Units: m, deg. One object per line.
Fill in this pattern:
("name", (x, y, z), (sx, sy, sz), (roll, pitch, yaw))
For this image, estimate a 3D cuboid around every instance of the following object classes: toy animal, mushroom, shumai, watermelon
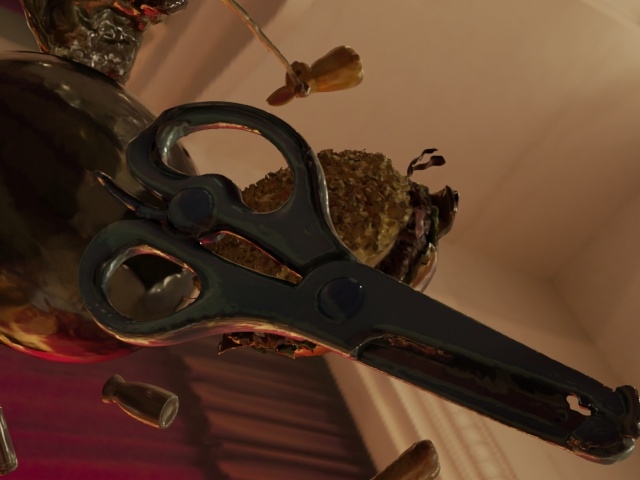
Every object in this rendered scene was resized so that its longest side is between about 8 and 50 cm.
("toy animal", (-0.013, -0.255, 1.915), (0.083, 0.159, 0.070), (-173, -117, -86))
("mushroom", (-0.091, -0.271, 1.503), (0.026, 0.286, 0.028), (-48, -140, -8))
("shumai", (-0.249, -0.302, 1.488), (0.204, 0.222, 0.272), (-26, -160, 1))
("watermelon", (-0.256, -0.024, 1.209), (0.279, 0.359, 0.278), (-29, -142, 25))

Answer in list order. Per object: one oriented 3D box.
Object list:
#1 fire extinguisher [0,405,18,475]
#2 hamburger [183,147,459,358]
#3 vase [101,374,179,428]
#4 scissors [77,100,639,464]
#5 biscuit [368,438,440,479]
("fire extinguisher", (-0.534, 0.312, 1.989), (0.064, 0.043, 0.158), (-102, -175, -59))
("hamburger", (0.000, 0.000, 1.123), (0.243, 0.138, 0.261), (-5, -144, 38))
("vase", (-0.252, 0.221, 1.687), (0.101, 0.053, 0.053), (19, -89, 21))
("scissors", (0.013, 0.032, 0.735), (0.393, 0.032, 0.180), (24, -107, 27))
("biscuit", (0.073, 0.347, 1.661), (0.208, 0.164, 0.047), (-32, -111, -3))
